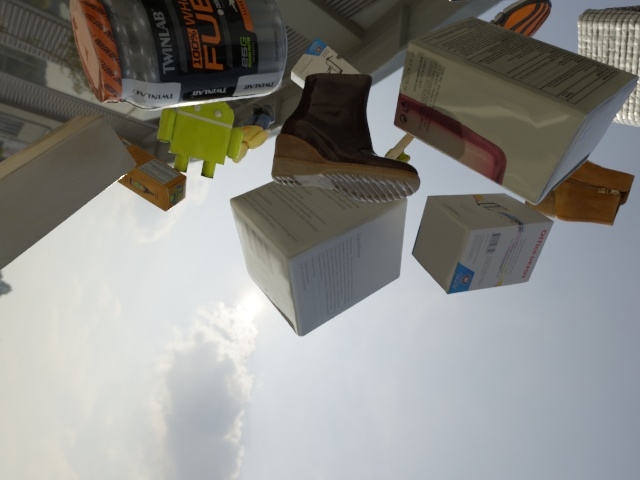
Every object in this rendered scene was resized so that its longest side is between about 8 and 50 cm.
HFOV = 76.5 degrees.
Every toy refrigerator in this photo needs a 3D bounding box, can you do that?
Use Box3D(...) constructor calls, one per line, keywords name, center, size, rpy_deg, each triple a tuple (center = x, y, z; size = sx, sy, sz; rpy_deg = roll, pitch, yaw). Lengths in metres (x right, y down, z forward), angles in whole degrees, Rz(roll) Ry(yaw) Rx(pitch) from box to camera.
Box3D(name="toy refrigerator", center=(-0.444, -0.087, 0.644), size=(0.094, 0.102, 0.269), rpy_deg=(11, -131, 33))

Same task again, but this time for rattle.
Box3D(name="rattle", center=(0.307, -0.296, 1.283), size=(0.200, 0.130, 0.142), rpy_deg=(-45, -103, 22))

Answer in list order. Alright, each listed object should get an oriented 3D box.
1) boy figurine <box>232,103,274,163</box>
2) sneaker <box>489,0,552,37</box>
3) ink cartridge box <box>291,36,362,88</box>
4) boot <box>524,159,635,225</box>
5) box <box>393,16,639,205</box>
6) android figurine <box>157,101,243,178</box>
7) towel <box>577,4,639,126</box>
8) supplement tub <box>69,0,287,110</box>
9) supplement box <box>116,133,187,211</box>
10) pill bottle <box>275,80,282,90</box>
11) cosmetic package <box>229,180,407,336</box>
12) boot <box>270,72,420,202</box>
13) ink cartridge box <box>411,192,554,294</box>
Box3D(name="boy figurine", center=(-0.287, -0.410, 1.567), size=(0.177, 0.092, 0.285), rpy_deg=(13, -127, 19))
Box3D(name="sneaker", center=(0.439, -0.414, 0.997), size=(0.321, 0.125, 0.180), rpy_deg=(135, -48, -60))
Box3D(name="ink cartridge box", center=(0.021, -0.568, 1.408), size=(0.148, 0.203, 0.086), rpy_deg=(-54, -174, -1))
Box3D(name="boot", center=(0.656, -0.175, 1.015), size=(0.211, 0.104, 0.295), rpy_deg=(12, -107, 35))
Box3D(name="box", center=(0.235, -0.178, 0.529), size=(0.232, 0.149, 0.126), rpy_deg=(41, -32, 29))
Box3D(name="android figurine", center=(-0.361, -0.333, 1.241), size=(0.056, 0.248, 0.272), rpy_deg=(29, -75, 60))
Box3D(name="towel", center=(0.769, -0.442, 1.015), size=(0.121, 0.283, 0.235), rpy_deg=(-25, -149, -2))
Box3D(name="supplement tub", center=(-0.233, -0.335, 0.703), size=(0.193, 0.316, 0.193), rpy_deg=(33, -46, 42))
Box3D(name="supplement box", center=(-0.444, -0.169, 1.000), size=(0.233, 0.080, 0.078), rpy_deg=(33, -46, 9))
Box3D(name="pill bottle", center=(-0.162, -0.457, 1.165), size=(0.120, 0.067, 0.067), rpy_deg=(25, -81, 59))
Box3D(name="cosmetic package", center=(0.000, 0.000, 1.221), size=(0.329, 0.394, 0.327), rpy_deg=(43, -30, 40))
Box3D(name="boot", center=(0.049, -0.172, 0.619), size=(0.248, 0.090, 0.206), rpy_deg=(11, -108, 26))
Box3D(name="ink cartridge box", center=(0.371, -0.002, 0.954), size=(0.168, 0.233, 0.171), rpy_deg=(-122, -146, -53))
